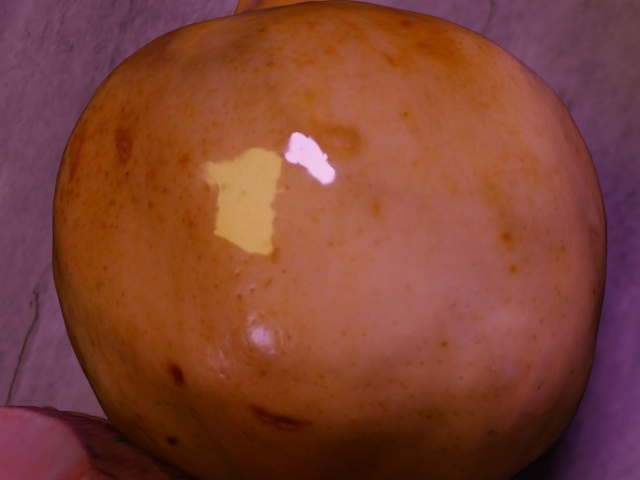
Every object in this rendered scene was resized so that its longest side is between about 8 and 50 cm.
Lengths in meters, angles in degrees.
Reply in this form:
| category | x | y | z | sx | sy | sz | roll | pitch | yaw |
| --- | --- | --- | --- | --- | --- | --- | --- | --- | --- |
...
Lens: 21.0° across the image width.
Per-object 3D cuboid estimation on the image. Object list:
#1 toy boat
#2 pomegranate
| category | x | y | z | sx | sy | sz | roll | pitch | yaw |
| --- | --- | --- | --- | --- | --- | --- | --- | --- | --- |
| toy boat | -0.151 | 0.140 | 0.863 | 0.318 | 0.099 | 0.141 | -2 | 39 | 40 |
| pomegranate | 0.001 | 0.007 | 0.702 | 0.233 | 0.233 | 0.233 | -20 | 56 | 33 |
